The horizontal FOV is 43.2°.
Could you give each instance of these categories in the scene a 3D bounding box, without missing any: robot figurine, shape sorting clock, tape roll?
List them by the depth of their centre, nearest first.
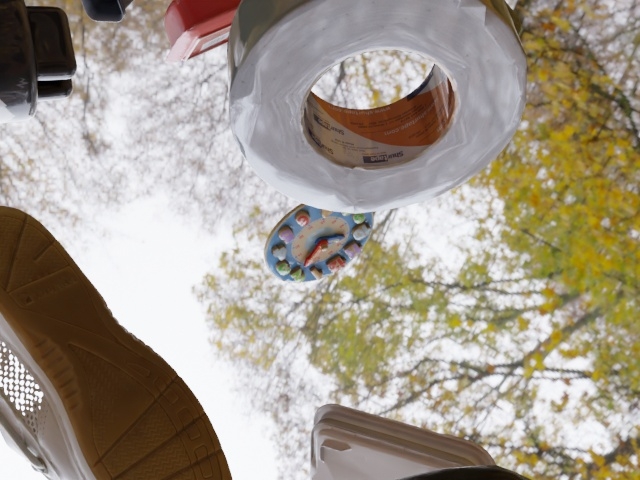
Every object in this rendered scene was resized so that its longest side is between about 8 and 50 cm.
[{"bbox_3d":[0.040,-0.118,0.607,0.219,0.219,0.072,6,-131,-13],"label":"tape roll"},{"bbox_3d":[-0.450,-0.222,0.996,0.278,0.209,0.173,-9,-142,-25],"label":"robot figurine"},{"bbox_3d":[0.000,0.000,1.383,0.206,0.206,0.040,-11,-129,-29],"label":"shape sorting clock"}]

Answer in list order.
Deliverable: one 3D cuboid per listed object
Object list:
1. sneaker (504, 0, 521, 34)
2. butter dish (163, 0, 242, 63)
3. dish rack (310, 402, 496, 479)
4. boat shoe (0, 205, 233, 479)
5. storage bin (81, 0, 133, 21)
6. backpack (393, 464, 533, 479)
[{"bbox_3d":[0.171,-0.314,0.995,0.192,0.086,0.064,38,-98,1],"label":"sneaker"},{"bbox_3d":[-0.203,-0.389,1.361,0.160,0.160,0.118,-31,-87,-24],"label":"butter dish"},{"bbox_3d":[0.121,0.442,1.369,0.333,0.285,0.072,11,-155,25],"label":"dish rack"},{"bbox_3d":[-0.161,0.108,0.530,0.277,0.096,0.098,52,-149,10],"label":"boat shoe"},{"bbox_3d":[-0.374,-0.474,1.445,0.098,0.135,0.091,9,-135,24],"label":"storage bin"},{"bbox_3d":[-0.051,0.240,0.218,0.273,0.290,0.355,18,-160,15],"label":"backpack"}]
